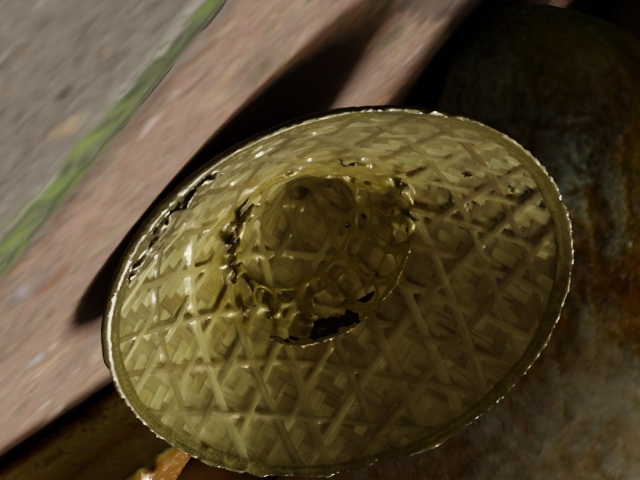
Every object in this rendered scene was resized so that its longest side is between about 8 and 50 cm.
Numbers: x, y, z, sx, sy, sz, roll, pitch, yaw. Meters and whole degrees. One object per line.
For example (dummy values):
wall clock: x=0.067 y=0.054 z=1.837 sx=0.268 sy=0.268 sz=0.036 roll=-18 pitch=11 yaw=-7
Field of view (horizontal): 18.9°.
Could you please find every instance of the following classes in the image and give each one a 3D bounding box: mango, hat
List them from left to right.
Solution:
hat: x=0.000 y=0.000 z=0.596 sx=0.146 sy=0.067 sz=0.146 roll=-9 pitch=130 yaw=-10
mango: x=0.081 y=0.051 z=0.729 sx=0.146 sy=0.193 sz=0.316 roll=-65 pitch=167 yaw=-51

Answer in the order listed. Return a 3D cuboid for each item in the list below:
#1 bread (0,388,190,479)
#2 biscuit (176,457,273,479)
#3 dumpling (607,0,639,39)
bread: x=-0.092 y=0.096 z=0.673 sx=0.094 sy=0.035 sz=0.090 roll=-34 pitch=166 yaw=-42
biscuit: x=-0.137 y=0.205 z=0.866 sx=0.275 sy=0.052 sz=0.355 roll=-39 pitch=172 yaw=-32
dumpling: x=0.154 y=-0.074 z=0.784 sx=0.166 sy=0.086 sz=0.332 roll=-53 pitch=176 yaw=-38
